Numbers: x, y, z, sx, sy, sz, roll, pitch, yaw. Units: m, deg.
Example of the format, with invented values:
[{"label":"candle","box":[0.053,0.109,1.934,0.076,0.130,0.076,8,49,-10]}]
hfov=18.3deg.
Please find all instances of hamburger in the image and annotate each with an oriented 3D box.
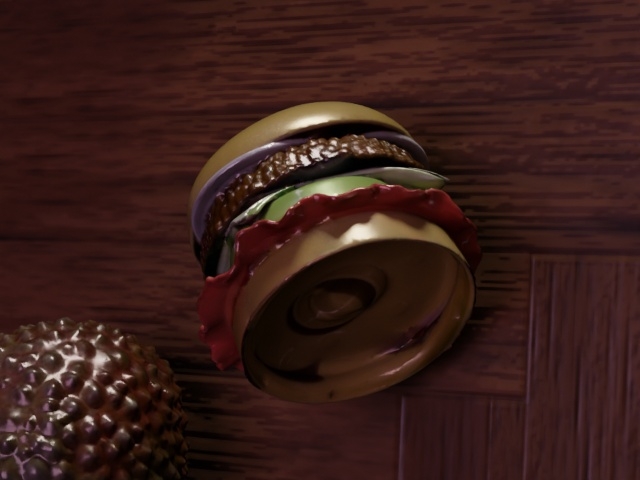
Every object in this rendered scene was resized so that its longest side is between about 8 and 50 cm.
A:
[{"label":"hamburger","box":[-0.001,-0.002,1.124,0.175,0.175,0.137,-43,52,25]}]

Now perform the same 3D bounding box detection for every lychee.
[{"label":"lychee","box":[-0.160,0.122,1.221,0.165,0.165,0.197,-55,36,19]}]
